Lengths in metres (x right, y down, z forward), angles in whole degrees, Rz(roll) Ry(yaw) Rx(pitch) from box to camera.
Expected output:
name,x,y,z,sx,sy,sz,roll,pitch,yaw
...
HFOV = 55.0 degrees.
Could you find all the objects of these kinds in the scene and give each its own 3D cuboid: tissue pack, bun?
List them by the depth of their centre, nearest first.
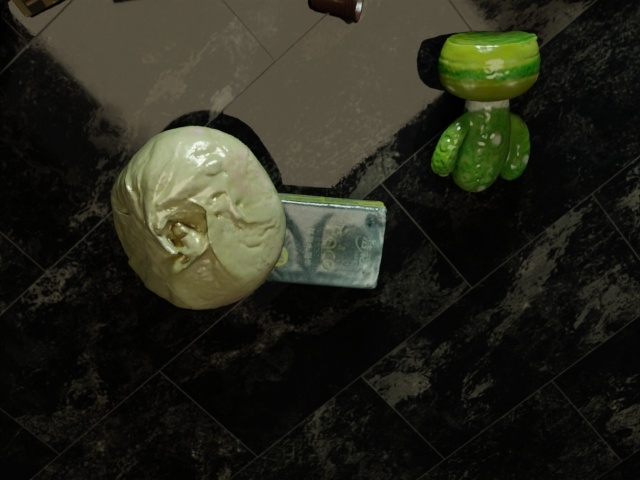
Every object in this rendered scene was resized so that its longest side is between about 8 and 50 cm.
name,x,y,z,sx,sy,sz,roll,pitch,yaw
bun,-0.249,-0.038,1.175,0.362,0.213,0.360,4,106,14
tissue pack,0.000,0.000,1.306,0.257,0.081,0.185,4,108,-4

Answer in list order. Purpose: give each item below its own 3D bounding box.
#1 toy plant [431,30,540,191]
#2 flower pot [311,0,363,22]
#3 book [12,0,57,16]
name,x,y,z,sx,sy,sz,roll,pitch,yaw
toy plant,0.321,-0.239,1.211,0.224,0.184,0.315,-17,121,-18
flower pot,0.032,-0.468,1.148,0.089,0.111,0.111,9,108,9
book,-0.516,-0.564,1.042,0.217,0.021,0.310,-27,134,5
